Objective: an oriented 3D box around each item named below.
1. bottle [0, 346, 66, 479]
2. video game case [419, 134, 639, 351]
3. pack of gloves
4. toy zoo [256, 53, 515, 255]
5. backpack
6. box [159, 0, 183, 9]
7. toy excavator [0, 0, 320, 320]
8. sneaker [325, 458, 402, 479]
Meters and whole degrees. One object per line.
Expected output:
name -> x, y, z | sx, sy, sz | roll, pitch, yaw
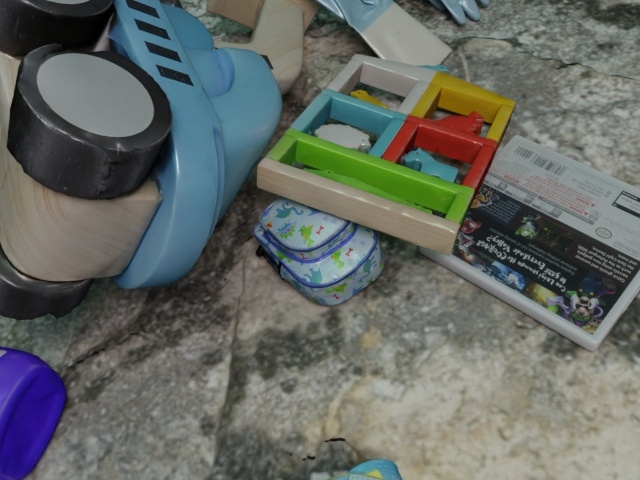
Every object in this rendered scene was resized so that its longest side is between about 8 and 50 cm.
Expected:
bottle -> -0.388, 0.146, 0.662 | 0.283, 0.092, 0.118 | 6, 56, 17
video game case -> 0.222, -0.007, 0.676 | 0.190, 0.022, 0.173 | 32, 67, 29
pack of gloves -> 0.085, -0.319, 0.878 | 0.232, 0.046, 0.195 | 43, 74, -1
toy zoo -> 0.085, -0.114, 0.723 | 0.193, 0.030, 0.293 | 21, 44, 14
backpack -> 0.000, 0.000, 0.683 | 0.105, 0.084, 0.114 | -38, 58, -12
box -> -0.295, -0.173, 0.879 | 0.243, 0.076, 0.307 | -8, 54, 7
toy excavator -> -0.133, -0.157, 0.714 | 0.445, 0.222, 0.432 | -3, 54, -40
sneaker -> 0.063, 0.254, 0.438 | 0.319, 0.127, 0.208 | 10, 57, 32
